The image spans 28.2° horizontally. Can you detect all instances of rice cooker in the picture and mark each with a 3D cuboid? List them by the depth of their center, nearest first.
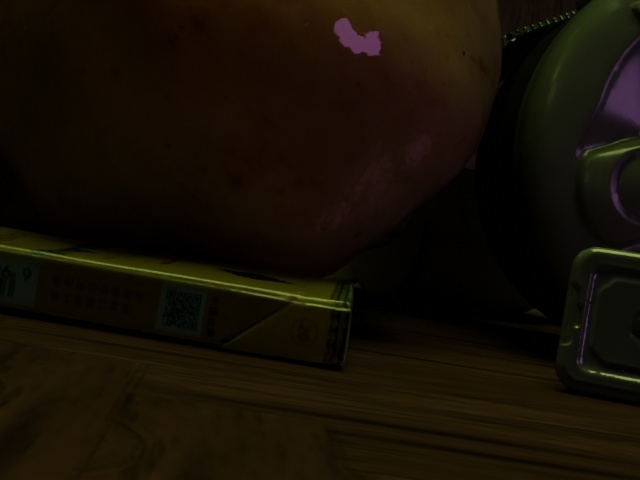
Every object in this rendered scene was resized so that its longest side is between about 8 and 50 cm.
[{"bbox_3d":[0.297,-0.063,1.022,0.335,0.335,0.325,9,-1,-1],"label":"rice cooker"}]

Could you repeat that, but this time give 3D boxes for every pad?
[{"bbox_3d":[0.117,-0.127,1.200,0.269,0.012,0.269,-37,-4,29],"label":"pad"}]

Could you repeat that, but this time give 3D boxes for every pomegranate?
[{"bbox_3d":[-0.052,-0.139,0.959,0.411,0.411,0.411,9,2,0],"label":"pomegranate"}]

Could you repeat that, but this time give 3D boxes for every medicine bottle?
[{"bbox_3d":[0.165,0.003,1.275,0.258,0.143,0.143,9,2,-33],"label":"medicine bottle"}]

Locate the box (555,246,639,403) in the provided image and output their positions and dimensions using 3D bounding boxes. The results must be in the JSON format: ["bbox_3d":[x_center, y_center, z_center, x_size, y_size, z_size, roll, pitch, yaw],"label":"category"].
[{"bbox_3d":[0.207,0.058,0.778,0.122,0.089,0.062,10,-9,7],"label":"box"}]

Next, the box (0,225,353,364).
[{"bbox_3d":[-0.119,0.025,0.765,0.279,0.041,0.153,10,1,2],"label":"box"}]

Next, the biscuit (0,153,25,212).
[{"bbox_3d":[-0.323,-0.086,1.050,0.288,0.202,0.044,12,38,-57],"label":"biscuit"}]

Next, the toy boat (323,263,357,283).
[{"bbox_3d":[-0.008,-0.013,1.294,0.188,0.116,0.061,6,-3,-35],"label":"toy boat"}]

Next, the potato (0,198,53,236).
[{"bbox_3d":[-0.285,-0.077,1.337,0.165,0.165,0.262,9,-1,-2],"label":"potato"}]
